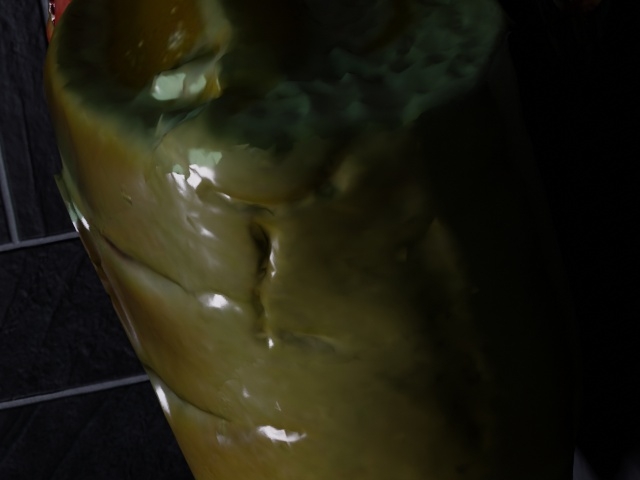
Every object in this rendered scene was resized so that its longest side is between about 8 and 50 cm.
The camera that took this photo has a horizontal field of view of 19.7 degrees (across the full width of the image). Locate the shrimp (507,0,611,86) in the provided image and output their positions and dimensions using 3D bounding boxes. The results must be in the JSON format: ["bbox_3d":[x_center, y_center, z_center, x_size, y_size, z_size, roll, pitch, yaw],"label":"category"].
[{"bbox_3d":[0.097,-0.133,0.689,0.190,0.042,0.101,88,162,-44],"label":"shrimp"}]

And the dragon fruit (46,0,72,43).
[{"bbox_3d":[-0.063,-0.150,1.208,0.252,0.241,0.241,-156,55,-68],"label":"dragon fruit"}]

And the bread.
[{"bbox_3d":[0.000,0.000,0.871,0.300,0.210,0.341,-102,-6,-49],"label":"bread"}]
